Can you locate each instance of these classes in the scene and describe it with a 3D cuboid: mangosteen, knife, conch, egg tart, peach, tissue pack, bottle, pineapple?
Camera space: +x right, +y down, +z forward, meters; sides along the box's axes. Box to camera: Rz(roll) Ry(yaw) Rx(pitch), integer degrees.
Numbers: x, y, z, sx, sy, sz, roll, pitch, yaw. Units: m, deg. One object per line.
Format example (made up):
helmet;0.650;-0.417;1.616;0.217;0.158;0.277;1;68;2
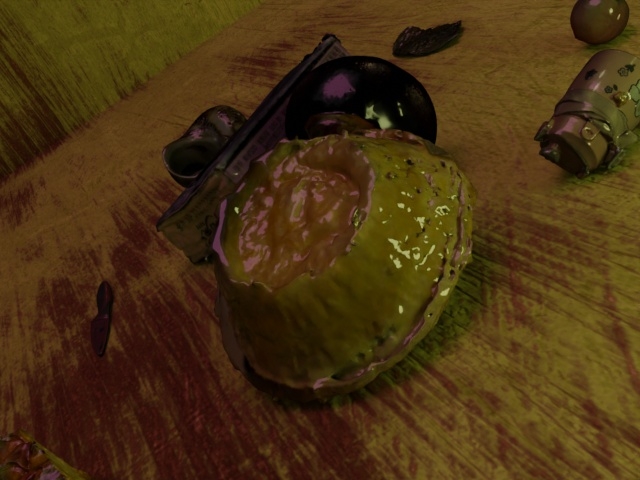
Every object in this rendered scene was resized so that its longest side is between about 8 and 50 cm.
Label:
mangosteen;0.047;-0.131;1.106;0.211;0.211;0.250;-12;45;37
knife;-0.357;0.124;1.315;0.035;0.018;0.247;-29;25;1
conch;-0.202;-0.170;1.567;0.181;0.124;0.187;-20;49;5
egg tart;0.000;0.000;0.878;0.345;0.132;0.345;-18;52;24
peach;0.405;-0.324;1.181;0.083;0.083;0.083;-26;25;13
tissue pack;-0.090;-0.142;1.303;0.361;0.122;0.259;-54;10;-35
bottle;0.312;-0.135;0.926;0.152;0.099;0.099;-51;29;-18
pineapple;-0.300;0.284;0.811;0.164;0.140;0.250;-41;29;-15

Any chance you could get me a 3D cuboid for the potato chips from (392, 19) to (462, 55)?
potato chips;0.217;-0.408;1.625;0.142;0.026;0.209;-30;25;0
